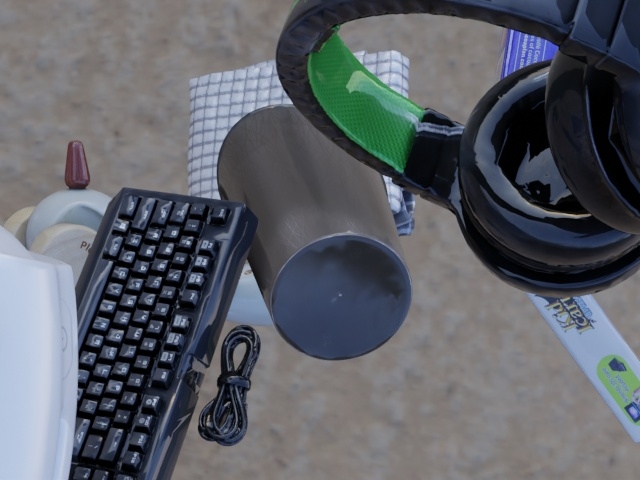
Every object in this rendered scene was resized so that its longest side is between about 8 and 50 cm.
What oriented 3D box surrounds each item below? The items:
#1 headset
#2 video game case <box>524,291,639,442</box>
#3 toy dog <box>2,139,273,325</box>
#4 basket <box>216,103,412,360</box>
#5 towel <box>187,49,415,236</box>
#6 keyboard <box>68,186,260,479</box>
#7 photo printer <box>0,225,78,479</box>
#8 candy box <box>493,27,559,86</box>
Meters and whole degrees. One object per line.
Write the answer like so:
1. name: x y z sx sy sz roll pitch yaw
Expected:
1. headset: 0.173 -0.074 0.879 0.394 0.243 0.185 26 70 -11
2. video game case: 0.308 0.099 1.874 0.061 0.269 0.244 -35 91 7
3. toy dog: -0.180 -0.008 1.688 0.333 0.220 0.161 8 97 -52
4. basket: 0.000 0.000 1.482 0.154 0.227 0.204 -35 116 8
5. towel: -0.019 -0.104 1.953 0.121 0.283 0.235 54 32 -60
6. keyboard: -0.079 0.058 0.750 0.023 0.108 0.180 73 31 -60
7. photo printer: -0.252 0.084 0.604 0.307 0.107 0.256 16 89 4
8. candy box: 0.315 -0.187 1.315 0.317 0.122 0.268 10 86 3
